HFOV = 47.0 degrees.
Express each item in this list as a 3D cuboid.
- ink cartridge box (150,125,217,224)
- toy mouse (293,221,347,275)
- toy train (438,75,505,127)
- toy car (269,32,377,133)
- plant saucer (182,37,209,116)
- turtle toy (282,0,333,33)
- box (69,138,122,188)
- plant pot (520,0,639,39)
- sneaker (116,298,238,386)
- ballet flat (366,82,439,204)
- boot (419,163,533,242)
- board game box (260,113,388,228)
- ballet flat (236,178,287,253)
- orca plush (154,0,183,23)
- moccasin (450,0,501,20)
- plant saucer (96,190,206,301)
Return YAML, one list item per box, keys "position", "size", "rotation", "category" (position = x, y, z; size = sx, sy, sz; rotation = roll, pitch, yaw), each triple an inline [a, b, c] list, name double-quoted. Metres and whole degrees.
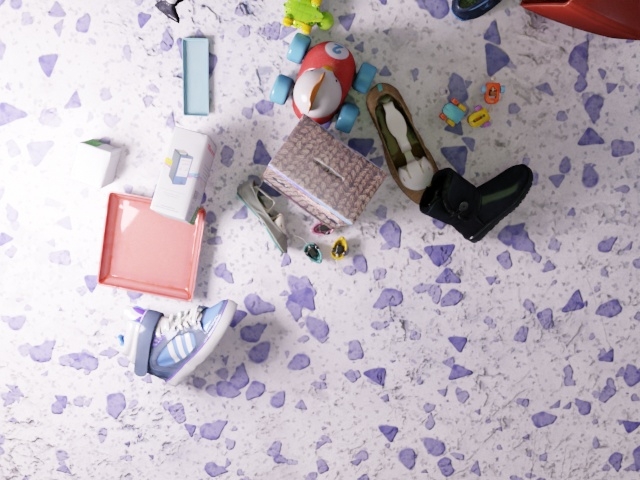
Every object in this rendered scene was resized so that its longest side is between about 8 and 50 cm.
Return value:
- position: [-0.332, -0.156, 1.813]
  size: [0.093, 0.154, 0.212]
  rotation: [17, 86, 0]
  category: "ink cartridge box"
- position: [0.000, 0.000, 1.924]
  size: [0.143, 0.031, 0.161]
  rotation: [10, 102, 0]
  category: "toy mouse"
- position: [0.372, -0.343, 1.832]
  size: [0.166, 0.046, 0.125]
  rotation: [-3, 101, -1]
  category: "toy train"
- position: [0.004, -0.369, 1.739]
  size: [0.219, 0.238, 0.210]
  rotation: [24, 102, -4]
  category: "toy car"
- position: [-0.313, -0.410, 1.854]
  size: [0.067, 0.018, 0.192]
  rotation: [2, 101, 2]
  category: "plant saucer"
- position: [-0.030, -0.550, 1.788]
  size: [0.130, 0.066, 0.095]
  rotation: [21, 102, -3]
  category: "turtle toy"
- position: [-0.569, -0.195, 1.865]
  size: [0.087, 0.101, 0.102]
  rotation: [19, 102, -3]
  category: "box"
- position: [0.664, -0.592, 1.670]
  size: [0.236, 0.267, 0.267]
  rotation: [28, 102, -15]
  category: "plant pot"
- position: [-0.394, 0.222, 1.919]
  size: [0.236, 0.130, 0.323]
  rotation: [37, 114, -13]
  category: "sneaker"
- position: [0.211, -0.228, 1.820]
  size: [0.116, 0.124, 0.342]
  rotation: [-22, 101, 7]
  category: "ballet flat"
- position: [0.382, -0.125, 1.813]
  size: [0.207, 0.094, 0.246]
  rotation: [30, 109, -34]
  category: "boot"
- position: [-0.001, -0.151, 1.747]
  size: [0.232, 0.291, 0.141]
  rotation: [35, 84, -5]
  category: "board game box"
- position: [-0.132, -0.064, 1.895]
  size: [0.068, 0.072, 0.213]
  rotation: [-36, 98, 4]
  category: "ballet flat"
- position: [-0.265, -0.638, 1.759]
  size: [0.102, 0.151, 0.287]
  rotation: [32, 85, -41]
  category: "orca plush"
- position: [0.448, -0.641, 1.704]
  size: [0.138, 0.117, 0.342]
  rotation: [41, 108, 2]
  category: "moccasin"
- position: [-0.440, 0.013, 1.935]
  size: [0.259, 0.048, 0.258]
  rotation: [11, 102, 0]
  category: "plant saucer"
